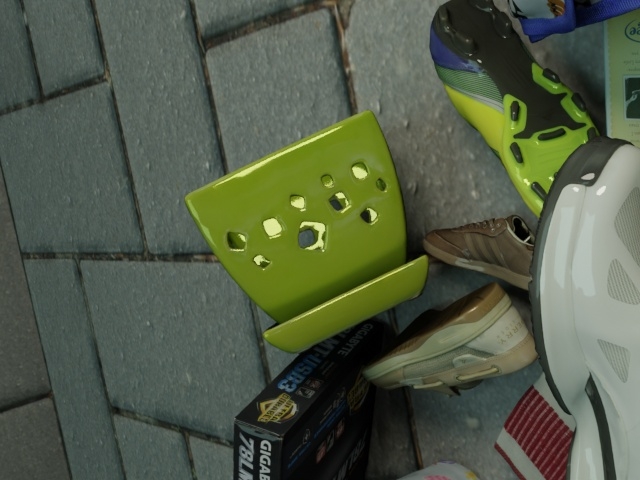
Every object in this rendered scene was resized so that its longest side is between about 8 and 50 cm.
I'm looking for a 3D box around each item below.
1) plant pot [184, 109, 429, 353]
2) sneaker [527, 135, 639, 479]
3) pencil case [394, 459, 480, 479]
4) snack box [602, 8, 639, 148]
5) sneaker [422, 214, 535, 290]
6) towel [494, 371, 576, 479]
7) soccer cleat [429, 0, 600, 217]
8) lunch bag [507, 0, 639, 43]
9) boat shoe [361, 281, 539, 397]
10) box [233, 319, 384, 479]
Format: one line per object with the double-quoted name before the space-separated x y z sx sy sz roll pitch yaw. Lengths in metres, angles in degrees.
"plant pot" 0.000 0.000 1.161 0.207 0.228 0.227 64 -179 2
"sneaker" 0.332 0.130 0.834 0.258 0.169 0.447 5 113 41
"pencil case" 0.083 0.348 1.189 0.113 0.273 0.124 -43 66 44
"snack box" 0.371 -0.108 0.799 0.322 0.060 0.187 11 110 52
"sneaker" 0.194 0.003 1.100 0.188 0.066 0.071 20 101 44
"towel" 0.317 0.198 1.014 0.237 0.037 0.329 52 140 28
"soccer cleat" 0.194 -0.121 1.003 0.121 0.093 0.289 76 170 -59
"lunch bag" 0.226 -0.339 0.718 0.385 0.239 0.327 -8 109 56
"boat shoe" 0.143 0.137 1.170 0.098 0.109 0.302 49 151 -1
"box" -0.015 0.282 1.282 0.073 0.295 0.293 14 117 22
